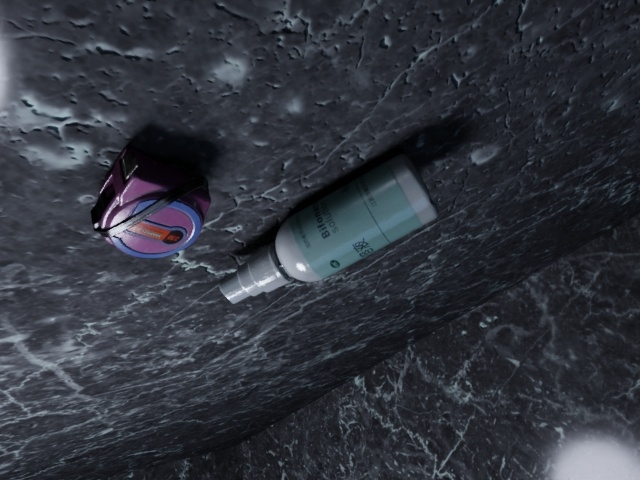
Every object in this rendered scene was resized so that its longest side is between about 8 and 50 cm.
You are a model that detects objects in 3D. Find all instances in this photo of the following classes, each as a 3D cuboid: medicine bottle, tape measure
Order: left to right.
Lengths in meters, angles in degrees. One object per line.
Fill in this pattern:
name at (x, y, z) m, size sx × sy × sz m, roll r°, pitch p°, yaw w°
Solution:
tape measure at (-0.192, -0.040, 0.552) m, size 0.125 × 0.074 × 0.118 m, roll -42°, pitch 142°, yaw 24°
medicine bottle at (0.000, 0.000, 0.729) m, size 0.351 × 0.110 × 0.110 m, roll -29°, pitch 153°, yaw 12°
